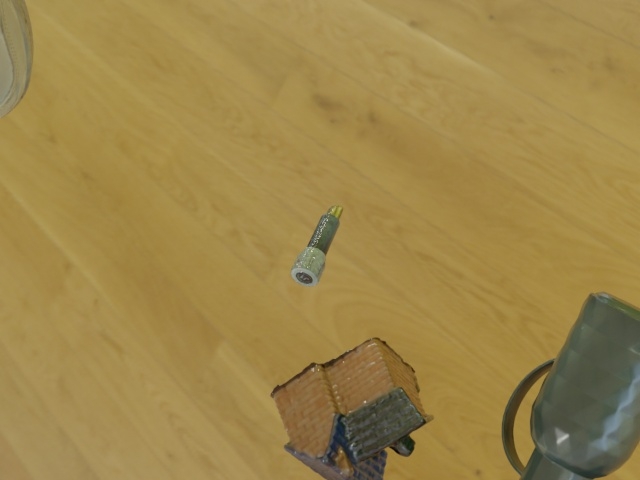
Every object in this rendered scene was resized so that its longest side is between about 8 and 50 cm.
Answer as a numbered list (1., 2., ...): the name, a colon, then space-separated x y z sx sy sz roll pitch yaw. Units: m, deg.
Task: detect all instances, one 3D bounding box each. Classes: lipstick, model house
1. lipstick: 0.000 0.000 1.396 0.037 0.037 0.116 -12 42 40
2. model house: 0.058 0.258 1.615 0.183 0.166 0.172 -37 38 12

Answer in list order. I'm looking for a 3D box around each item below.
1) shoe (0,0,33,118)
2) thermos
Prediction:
1. shoe: -0.236 -0.109 0.600 0.124 0.316 0.159 -31 61 9
2. thermos: 0.338 0.210 1.517 0.182 0.145 0.286 34 99 42
